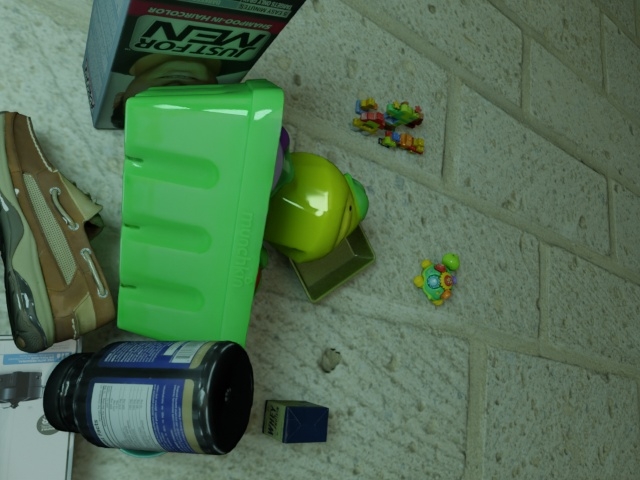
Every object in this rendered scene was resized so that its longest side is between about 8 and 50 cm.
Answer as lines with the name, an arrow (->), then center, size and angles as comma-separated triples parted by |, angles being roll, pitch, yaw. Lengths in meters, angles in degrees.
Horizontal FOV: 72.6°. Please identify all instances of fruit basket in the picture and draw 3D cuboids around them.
fruit basket -> -0.078, -0.036, 0.635 | 0.391, 0.283, 0.392 | -5, 114, -10

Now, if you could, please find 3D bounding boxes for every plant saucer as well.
plant saucer -> 0.000, 0.000, 0.862 | 0.188, 0.045, 0.188 | -31, 98, -33

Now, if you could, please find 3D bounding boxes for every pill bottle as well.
pill bottle -> -0.201, 0.180, 0.513 | 0.123, 0.219, 0.123 | -3, 90, -75

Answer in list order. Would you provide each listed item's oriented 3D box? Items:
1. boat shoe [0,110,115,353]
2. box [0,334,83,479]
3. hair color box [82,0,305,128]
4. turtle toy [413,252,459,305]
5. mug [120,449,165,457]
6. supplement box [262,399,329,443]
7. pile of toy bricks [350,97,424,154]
boat shoe -> -0.352, -0.018, 0.569 | 0.119, 0.122, 0.324 | -8, 69, -39
box -> -0.393, 0.261, 0.530 | 0.169, 0.087, 0.290 | 7, 77, -32
hair color box -> -0.195, -0.274, 0.588 | 0.185, 0.374, 0.114 | -10, 86, -34
turtle toy -> 0.281, 0.084, 1.015 | 0.095, 0.066, 0.130 | 43, 61, -19
mug -> -0.234, 0.221, 0.627 | 0.129, 0.097, 0.158 | -29, 74, -7
supplement box -> -0.043, 0.310, 0.750 | 0.083, 0.083, 0.056 | 14, 73, -30
pile of toy bricks -> 0.181, -0.280, 0.997 | 0.212, 0.105, 0.118 | 14, 73, -30
